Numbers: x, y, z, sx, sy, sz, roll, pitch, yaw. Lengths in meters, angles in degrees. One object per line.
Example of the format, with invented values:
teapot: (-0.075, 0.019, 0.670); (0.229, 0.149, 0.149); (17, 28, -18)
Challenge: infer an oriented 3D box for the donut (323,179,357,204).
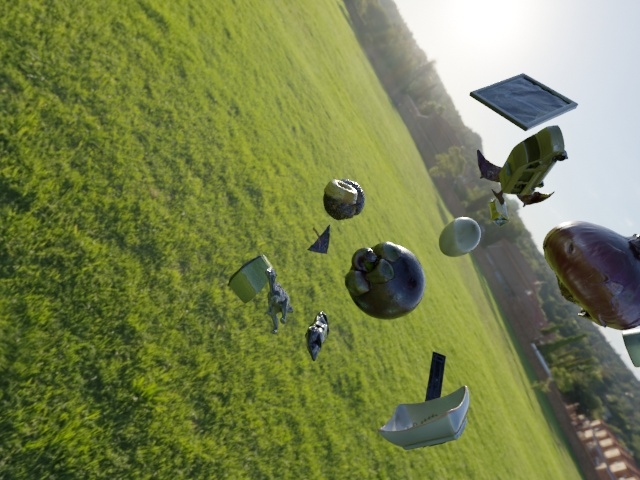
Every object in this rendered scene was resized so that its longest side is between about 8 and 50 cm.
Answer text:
donut: (0.099, -0.229, 1.916); (0.162, 0.065, 0.178); (17, 20, -13)

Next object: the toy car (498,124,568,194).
toy car: (0.629, -0.234, 1.239); (0.256, 0.124, 0.101); (75, 13, -66)

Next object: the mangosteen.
mangosteen: (0.241, 0.145, 1.522); (0.300, 0.300, 0.300); (46, 25, -29)

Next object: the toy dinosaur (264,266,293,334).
toy dinosaur: (-0.158, 0.226, 1.540); (0.294, 0.077, 0.162); (86, 9, -47)

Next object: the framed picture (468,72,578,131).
framed picture: (0.691, -0.477, 1.401); (0.324, 0.020, 0.240); (-25, 58, -28)

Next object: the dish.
dish: (0.262, 0.439, 0.998); (0.151, 0.212, 0.077); (-11, 72, -56)

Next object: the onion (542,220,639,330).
onion: (0.820, 0.076, 1.181); (0.348, 0.285, 0.347); (37, 31, -27)

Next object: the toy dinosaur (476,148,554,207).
toy dinosaur: (0.812, -0.275, 1.770); (0.113, 0.207, 0.327); (25, 40, -65)

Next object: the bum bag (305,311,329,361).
bum bag: (-0.017, 0.430, 1.877); (0.340, 0.095, 0.144); (-34, 124, -81)

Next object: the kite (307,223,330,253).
kite: (0.000, 0.000, 1.813); (0.190, 0.010, 0.159); (-49, 130, -36)

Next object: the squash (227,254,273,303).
squash: (-0.290, 0.169, 1.821); (0.133, 0.220, 0.220); (45, 21, 5)

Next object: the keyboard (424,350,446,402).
keyboard: (0.441, 0.533, 1.582); (0.061, 0.013, 0.204); (23, 62, -10)

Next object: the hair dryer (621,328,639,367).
hair dryer: (0.996, 0.201, 1.256); (0.107, 0.173, 0.357); (42, 42, -33)

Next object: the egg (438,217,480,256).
egg: (0.722, -0.015, 2.149); (0.186, 0.242, 0.186); (43, -20, 20)

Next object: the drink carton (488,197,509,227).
drink carton: (0.895, -0.160, 2.078); (0.084, 0.074, 0.200); (31, 44, -15)

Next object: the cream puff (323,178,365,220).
cream puff: (0.135, -0.217, 2.285); (0.239, 0.239, 0.165); (38, 13, -41)
